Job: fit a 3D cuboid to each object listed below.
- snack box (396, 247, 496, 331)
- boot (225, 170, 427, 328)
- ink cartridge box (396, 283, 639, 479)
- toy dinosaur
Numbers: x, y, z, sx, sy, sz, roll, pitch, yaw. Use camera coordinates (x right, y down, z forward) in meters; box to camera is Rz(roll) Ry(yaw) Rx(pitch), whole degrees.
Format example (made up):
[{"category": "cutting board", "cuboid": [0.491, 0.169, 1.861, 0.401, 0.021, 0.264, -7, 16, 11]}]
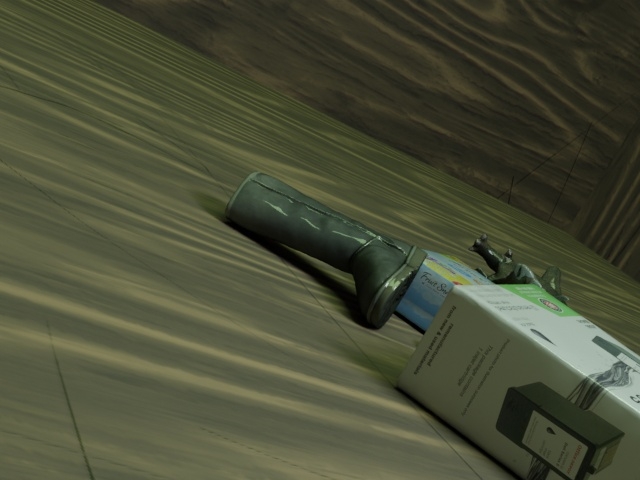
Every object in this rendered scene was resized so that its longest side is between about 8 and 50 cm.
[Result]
[{"category": "snack box", "cuboid": [0.168, 0.079, 1.828, 0.174, 0.070, 0.207, 34, 8, 23]}, {"category": "boot", "cuboid": [-0.001, 0.002, 1.681, 0.208, 0.076, 0.189, 31, 14, 3]}, {"category": "ink cartridge box", "cuboid": [0.236, 0.156, 1.447, 0.273, 0.115, 0.198, 35, 15, 25]}, {"category": "toy dinosaur", "cuboid": [0.255, 0.081, 2.072, 0.160, 0.121, 0.313, 48, 10, 23]}]
